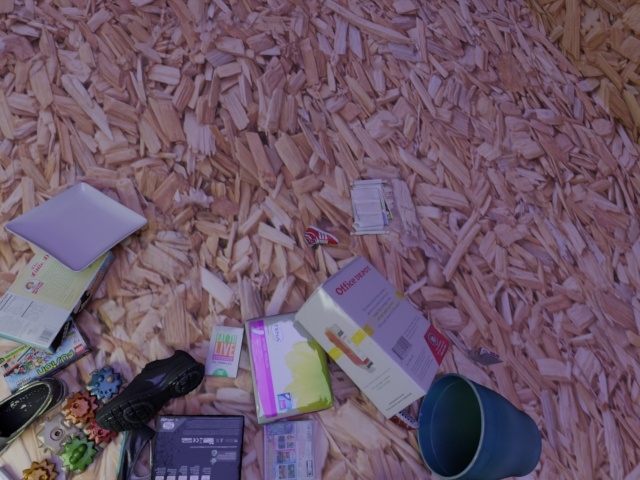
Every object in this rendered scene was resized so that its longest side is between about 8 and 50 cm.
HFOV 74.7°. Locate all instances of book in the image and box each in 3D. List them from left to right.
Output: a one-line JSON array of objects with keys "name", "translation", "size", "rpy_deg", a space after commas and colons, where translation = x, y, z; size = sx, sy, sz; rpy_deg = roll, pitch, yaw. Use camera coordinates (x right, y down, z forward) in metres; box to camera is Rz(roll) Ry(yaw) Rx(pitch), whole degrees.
[{"name": "book", "translation": [-0.286, 0.332, 1.255], "size": [0.096, 0.035, 0.144], "rpy_deg": [7, 68, -3]}]

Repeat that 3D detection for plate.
[{"name": "plate", "translation": [-0.729, -0.041, 1.278], "size": [0.277, 0.045, 0.278], "rpy_deg": [30, 45, 8]}]

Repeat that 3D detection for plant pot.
[{"name": "plant pot", "translation": [0.459, 0.542, 1.181], "size": [0.255, 0.272, 0.271], "rpy_deg": [21, 65, -16]}]

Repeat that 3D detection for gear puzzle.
[{"name": "gear puzzle", "translation": [-0.642, 0.503, 1.102], "size": [0.175, 0.044, 0.339], "rpy_deg": [40, 66, 2]}]

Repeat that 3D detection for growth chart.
[{"name": "growth chart", "translation": [0.186, -0.124, 1.529], "size": [0.172, 0.021, 0.237], "rpy_deg": [3, 67, -9]}]

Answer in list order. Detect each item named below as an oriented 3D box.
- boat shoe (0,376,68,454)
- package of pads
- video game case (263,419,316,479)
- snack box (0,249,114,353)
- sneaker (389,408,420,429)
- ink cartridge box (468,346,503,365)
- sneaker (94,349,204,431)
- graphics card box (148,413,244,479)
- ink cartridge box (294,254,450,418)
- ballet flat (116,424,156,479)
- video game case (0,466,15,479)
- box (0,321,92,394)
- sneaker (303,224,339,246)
[{"name": "boat shoe", "translation": [-0.811, 0.467, 1.071], "size": [0.305, 0.091, 0.109], "rpy_deg": [-39, 80, -22]}, {"name": "package of pads", "translation": [-0.091, 0.361, 1.236], "size": [0.229, 0.101, 0.296], "rpy_deg": [-8, 70, -12]}, {"name": "video game case", "translation": [-0.088, 0.595, 1.185], "size": [0.143, 0.019, 0.157], "rpy_deg": [0, 69, -10]}, {"name": "snack box", "translation": [-0.766, 0.141, 1.203], "size": [0.187, 0.060, 0.321], "rpy_deg": [19, 55, -2]}, {"name": "sneaker", "translation": [0.216, 0.468, 1.253], "size": [0.093, 0.088, 0.225], "rpy_deg": [-38, 79, -23]}, {"name": "ink cartridge box", "translation": [0.528, 0.366, 1.334], "size": [0.063, 0.115, 0.029], "rpy_deg": [28, 66, 2]}, {"name": "sneaker", "translation": [-0.466, 0.402, 1.143], "size": [0.286, 0.109, 0.130], "rpy_deg": [-25, 39, -35]}, {"name": "graphics card box", "translation": [-0.323, 0.647, 1.081], "size": [0.233, 0.094, 0.370], "rpy_deg": [3, 68, -8]}, {"name": "ink cartridge box", "translation": [0.157, 0.261, 1.226], "size": [0.384, 0.160, 0.279], "rpy_deg": [46, 33, 10]}, {"name": "ballet flat", "translation": [-0.489, 0.617, 1.068], "size": [0.096, 0.095, 0.280], "rpy_deg": [17, 65, -16]}, {"name": "video game case", "translation": [-0.805, 0.713, 1.006], "size": [0.206, 0.026, 0.227], "rpy_deg": [39, 67, 7]}, {"name": "box", "translation": [-0.766, 0.321, 1.169], "size": [0.207, 0.036, 0.114], "rpy_deg": [-33, 77, -20]}, {"name": "sneaker", "translation": [0.000, 0.000, 1.433], "size": [0.119, 0.042, 0.067], "rpy_deg": [25, 62, 9]}]
